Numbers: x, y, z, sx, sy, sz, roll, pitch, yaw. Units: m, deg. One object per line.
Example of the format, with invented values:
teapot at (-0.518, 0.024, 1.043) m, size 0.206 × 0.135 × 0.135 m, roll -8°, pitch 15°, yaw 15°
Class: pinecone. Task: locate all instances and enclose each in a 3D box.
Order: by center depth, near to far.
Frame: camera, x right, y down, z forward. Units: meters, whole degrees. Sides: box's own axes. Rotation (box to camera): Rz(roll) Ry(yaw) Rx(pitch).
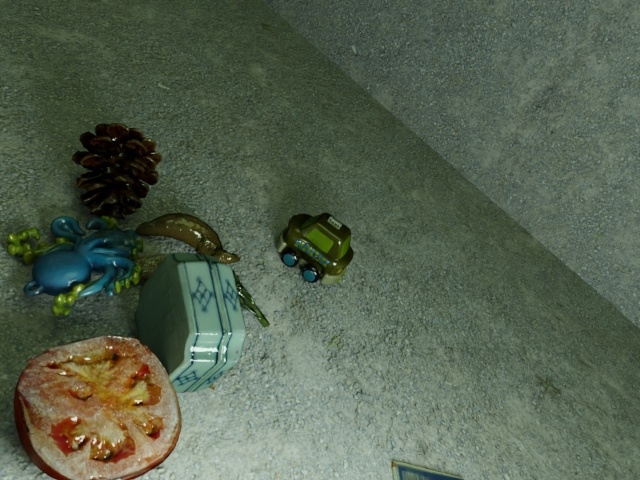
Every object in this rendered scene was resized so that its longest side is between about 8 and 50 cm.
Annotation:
pinecone at (-0.587, -0.196, 1.882) m, size 0.244 × 0.244 × 0.309 m, roll 17°, pitch 50°, yaw -23°

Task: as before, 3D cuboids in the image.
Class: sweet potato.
sweet potato at (-0.374, -0.010, 1.938) m, size 0.310 × 0.098 × 0.124 m, roll 25°, pitch 41°, yaw -5°

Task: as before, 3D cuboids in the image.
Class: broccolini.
broccolini at (-0.210, 0.161, 1.878) m, size 0.203 × 0.068 × 0.091 m, roll 38°, pitch 14°, yaw 7°

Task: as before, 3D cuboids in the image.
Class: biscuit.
biscuit at (-0.468, 0.072, 1.769) m, size 0.168 × 0.082 × 0.070 m, roll -3°, pitch 83°, yaw -41°

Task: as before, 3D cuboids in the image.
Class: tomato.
tomato at (-0.458, 0.364, 1.340) m, size 0.338 × 0.143 × 0.338 m, roll 22°, pitch 39°, yaw -20°

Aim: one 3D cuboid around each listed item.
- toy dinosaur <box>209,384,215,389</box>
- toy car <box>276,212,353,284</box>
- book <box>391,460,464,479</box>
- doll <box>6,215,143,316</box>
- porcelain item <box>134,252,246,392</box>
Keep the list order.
toy dinosaur at (-0.282, 0.320, 1.644) m, size 0.041 × 0.026 × 0.113 m, roll -17°, pitch 64°, yaw -30°
toy car at (0.000, 0.000, 2.137) m, size 0.248 × 0.198 × 0.204 m, roll 36°, pitch 34°, yaw 6°
book at (0.292, 0.710, 1.626) m, size 0.228 × 0.018 × 0.322 m, roll 20°, pitch 35°, yaw -17°
doll at (-0.595, 0.052, 1.649) m, size 0.346 × 0.098 × 0.341 m, roll 28°, pitch 36°, yaw 25°
porcelain item at (-0.302, 0.191, 1.533) m, size 0.157 × 0.286 × 0.281 m, roll 7°, pitch 53°, yaw -36°
